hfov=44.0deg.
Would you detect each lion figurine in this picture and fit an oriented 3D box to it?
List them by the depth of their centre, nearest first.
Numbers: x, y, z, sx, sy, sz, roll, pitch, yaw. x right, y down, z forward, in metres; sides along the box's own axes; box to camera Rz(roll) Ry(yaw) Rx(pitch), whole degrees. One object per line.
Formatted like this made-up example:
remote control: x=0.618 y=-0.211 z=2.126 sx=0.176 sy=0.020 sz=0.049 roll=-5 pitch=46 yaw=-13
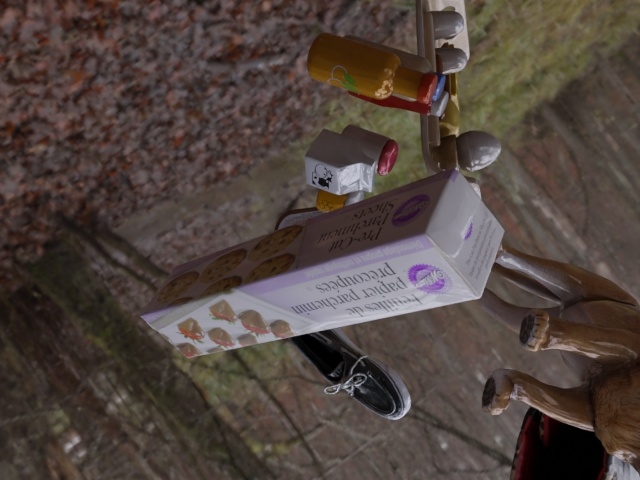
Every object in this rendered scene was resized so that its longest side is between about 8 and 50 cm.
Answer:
lion figurine: x=0.256 y=0.097 z=0.715 sx=0.392 sy=0.240 sz=0.142 roll=-89 pitch=-163 yaw=-62

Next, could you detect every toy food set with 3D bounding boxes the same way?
toy food set: x=0.057 y=-0.102 z=0.735 sx=0.111 sy=0.105 sz=0.232 roll=-58 pitch=161 yaw=-32
toy food set: x=0.186 y=-0.169 z=1.040 sx=0.093 sy=0.306 sz=0.219 roll=-4 pitch=160 yaw=13

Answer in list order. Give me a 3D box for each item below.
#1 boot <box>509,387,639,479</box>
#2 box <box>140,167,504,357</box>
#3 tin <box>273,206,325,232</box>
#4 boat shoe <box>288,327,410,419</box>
boot: x=0.388 y=0.250 z=1.044 sx=0.284 sy=0.138 sz=0.377 roll=33 pitch=80 yaw=-45
box: x=-0.018 y=0.029 z=0.601 sx=0.324 sy=0.063 sz=0.067 roll=-17 pitch=-146 yaw=45
tin: x=0.000 y=0.000 z=1.217 sx=0.190 sy=0.106 sz=0.040 roll=-6 pitch=-179 yaw=43
boat shoe: x=0.056 y=0.274 z=1.678 sx=0.113 sy=0.306 sz=0.105 roll=-46 pitch=174 yaw=29
